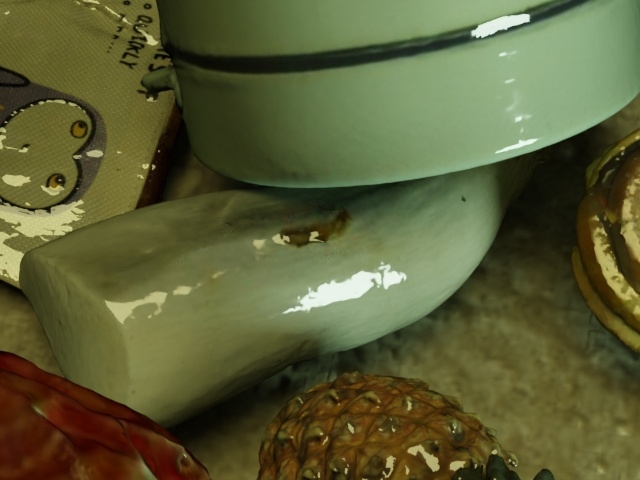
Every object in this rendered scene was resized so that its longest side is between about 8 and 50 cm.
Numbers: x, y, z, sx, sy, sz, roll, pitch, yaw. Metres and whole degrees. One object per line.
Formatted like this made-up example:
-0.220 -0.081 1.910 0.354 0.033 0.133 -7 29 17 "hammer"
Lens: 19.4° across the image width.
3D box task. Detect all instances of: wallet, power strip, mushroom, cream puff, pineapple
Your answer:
-0.214 -0.110 1.431 0.275 0.068 0.335 10 60 11 "wallet"
0.045 -0.165 1.305 0.358 0.161 0.357 -11 20 4 "power strip"
0.001 0.000 1.300 0.397 0.126 0.177 -18 43 -19 "mushroom"
0.255 0.004 1.287 0.189 0.129 0.189 0 64 0 "cream puff"
0.070 0.169 1.104 0.158 0.157 0.279 -32 20 -18 "pineapple"

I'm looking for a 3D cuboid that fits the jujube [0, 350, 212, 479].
-0.216 0.198 1.058 0.377 0.276 0.276 24 56 -11 "jujube"
